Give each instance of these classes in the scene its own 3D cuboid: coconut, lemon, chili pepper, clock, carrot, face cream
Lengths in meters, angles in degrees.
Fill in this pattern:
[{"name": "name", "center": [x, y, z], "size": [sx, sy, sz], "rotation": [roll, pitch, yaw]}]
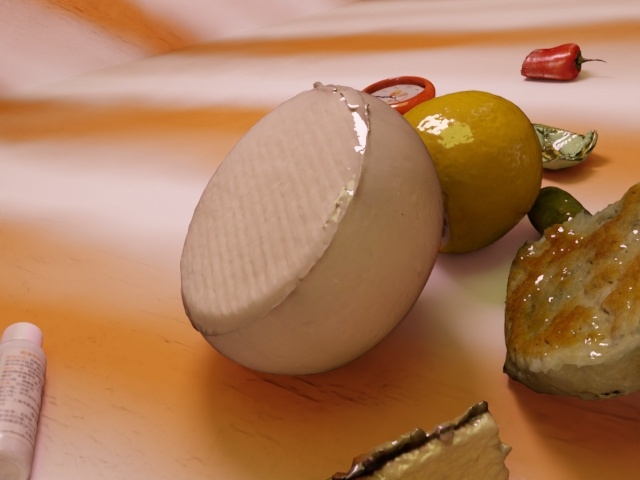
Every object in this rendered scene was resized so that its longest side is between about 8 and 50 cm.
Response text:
[{"name": "coconut", "center": [0.434, -0.169, 1.021], "size": [0.133, 0.055, 0.158], "rotation": [-4, 36, 12]}, {"name": "lemon", "center": [0.223, -0.113, 0.843], "size": [0.219, 0.240, 0.240], "rotation": [-32, 36, -12]}, {"name": "chili pepper", "center": [0.582, -0.424, 1.328], "size": [0.192, 0.084, 0.086], "rotation": [15, 75, 40]}, {"name": "clock", "center": [0.185, -0.354, 1.394], "size": [0.205, 0.051, 0.205], "rotation": [-10, 34, 7]}, {"name": "carrot", "center": [0.382, 0.034, 0.729], "size": [0.074, 0.074, 0.358], "rotation": [-16, 36, -4]}, {"name": "face cream", "center": [-0.417, 0.208, 0.750], "size": [0.082, 0.082, 0.269], "rotation": [-20, 32, -9]}]

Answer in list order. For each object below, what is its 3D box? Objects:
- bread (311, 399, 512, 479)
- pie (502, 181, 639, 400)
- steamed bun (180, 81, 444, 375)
[{"name": "bread", "center": [0.037, 0.247, 0.494], "size": [0.266, 0.141, 0.178], "rotation": [-20, -7, -7]}, {"name": "pie", "center": [0.311, 0.030, 0.573], "size": [0.296, 0.078, 0.371], "rotation": [-53, 6, -33]}, {"name": "steamed bun", "center": [0.000, 0.000, 0.725], "size": [0.374, 0.241, 0.374], "rotation": [-32, 38, 30]}]
